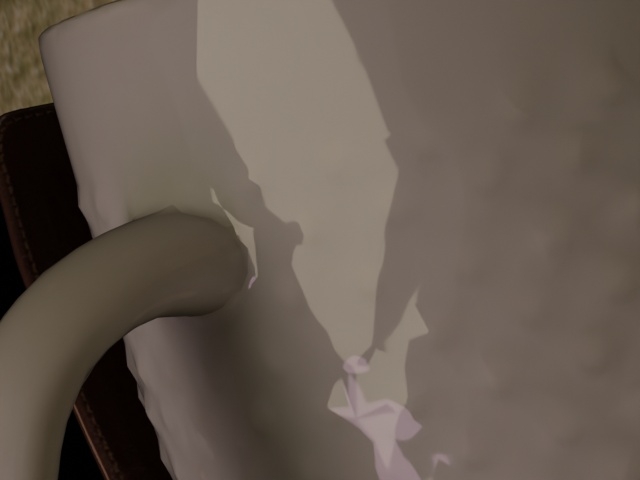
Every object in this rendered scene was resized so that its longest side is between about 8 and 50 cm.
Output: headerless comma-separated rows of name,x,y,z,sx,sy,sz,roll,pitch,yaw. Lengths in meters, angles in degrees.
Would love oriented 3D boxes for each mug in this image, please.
mug,0.049,0.064,0.622,0.276,0.374,0.328,-10,99,49

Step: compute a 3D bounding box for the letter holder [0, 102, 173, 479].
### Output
letter holder,-0.053,0.066,0.871,0.152,0.214,0.302,-43,68,52
